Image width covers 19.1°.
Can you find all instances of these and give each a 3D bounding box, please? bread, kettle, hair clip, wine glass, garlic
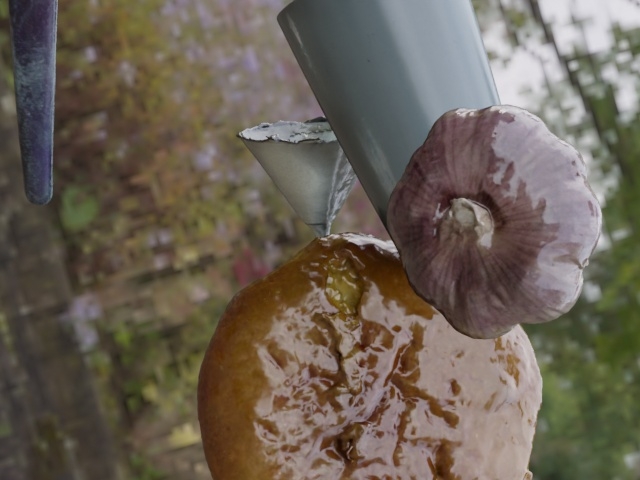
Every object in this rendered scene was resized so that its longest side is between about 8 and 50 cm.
[{"bbox_3d":[0.035,0.144,1.671,0.172,0.312,0.312,148,-74,-72],"label":"bread"},{"bbox_3d":[0.091,-0.109,1.619,0.210,0.160,0.243,-17,85,-66],"label":"kettle"},{"bbox_3d":[-0.233,-0.154,1.529,0.083,0.048,0.275,-114,-154,-68],"label":"hair clip"},{"bbox_3d":[0.000,0.000,1.878,0.156,0.156,0.232,-114,-160,-79],"label":"wine glass"},{"bbox_3d":[0.116,-0.013,1.285,0.102,0.147,0.159,11,79,-75],"label":"garlic"}]
